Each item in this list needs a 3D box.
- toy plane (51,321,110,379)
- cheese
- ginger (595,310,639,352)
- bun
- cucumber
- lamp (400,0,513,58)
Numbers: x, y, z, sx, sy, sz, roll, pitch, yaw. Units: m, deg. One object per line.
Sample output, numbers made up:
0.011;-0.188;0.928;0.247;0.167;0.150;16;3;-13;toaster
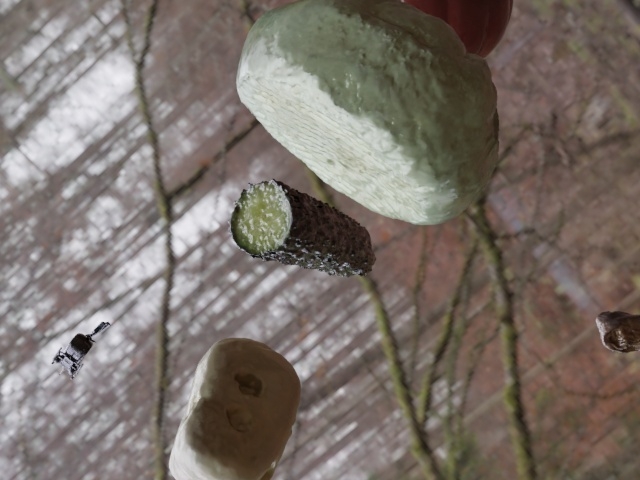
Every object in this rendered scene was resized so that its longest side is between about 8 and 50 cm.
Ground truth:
-0.318;0.146;1.475;0.037;0.145;0.060;38;-126;-5;toy plane
-0.127;0.270;1.725;0.174;0.248;0.251;17;170;1;cheese
0.528;0.134;1.572;0.084;0.290;0.122;64;-144;-58;ginger
0.039;-0.102;0.796;0.195;0.118;0.195;31;167;8;bun
0.000;0.000;1.464;0.096;0.096;0.359;53;-167;21;cucumber
0.155;-0.386;1.805;0.303;0.303;0.257;-116;23;-52;lamp
